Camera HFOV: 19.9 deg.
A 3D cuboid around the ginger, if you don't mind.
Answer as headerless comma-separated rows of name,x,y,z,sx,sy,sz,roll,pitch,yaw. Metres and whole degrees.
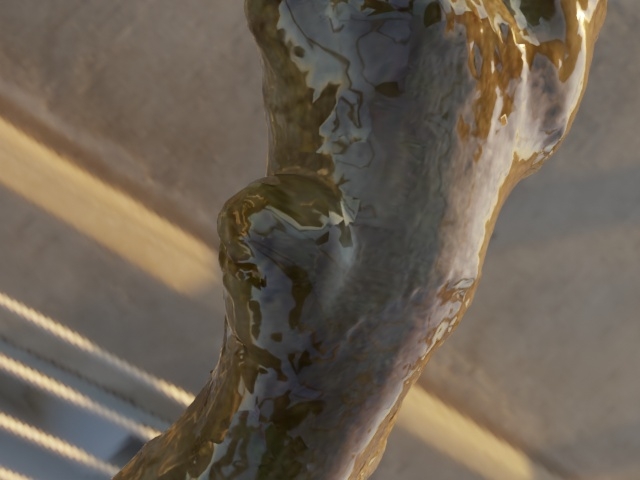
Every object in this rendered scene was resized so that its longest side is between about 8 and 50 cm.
ginger,0.000,0.000,0.361,0.089,0.075,0.288,39,74,-47
